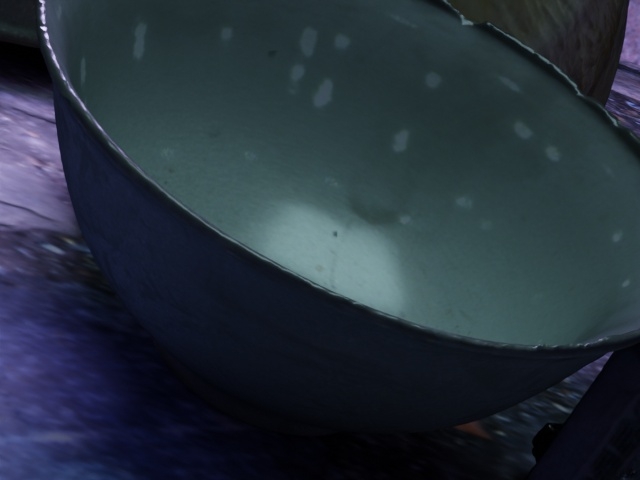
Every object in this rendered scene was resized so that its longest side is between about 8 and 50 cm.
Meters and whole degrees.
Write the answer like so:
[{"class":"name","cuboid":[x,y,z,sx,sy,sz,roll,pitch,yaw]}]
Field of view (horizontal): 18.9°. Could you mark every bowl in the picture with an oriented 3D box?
[{"class":"bowl","cuboid":[0.000,0.000,0.866,0.313,0.146,0.313,18,29,-11]}]

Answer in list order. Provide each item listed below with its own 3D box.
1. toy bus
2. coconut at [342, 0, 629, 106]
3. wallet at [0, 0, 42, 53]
[{"class":"toy bus","cuboid":[0.205,0.093,0.975,0.138,0.112,0.317,37,18,14]},{"class":"coconut","cuboid":[0.014,-0.161,1.139,0.346,0.346,0.360,28,-20,22]},{"class":"wallet","cuboid":[-0.194,-0.179,1.424,0.252,0.083,0.360,27,14,40]}]
